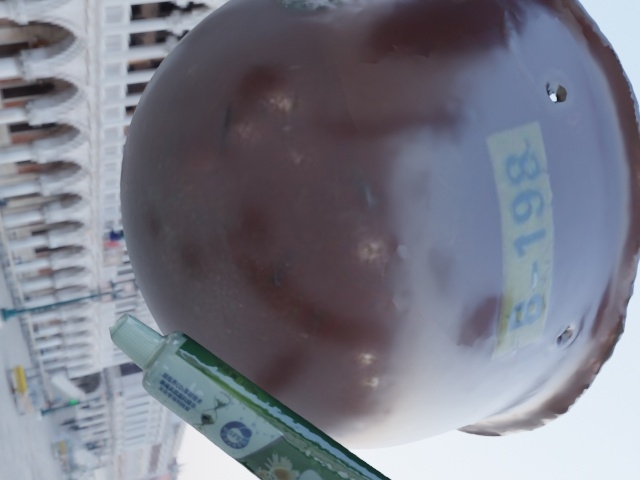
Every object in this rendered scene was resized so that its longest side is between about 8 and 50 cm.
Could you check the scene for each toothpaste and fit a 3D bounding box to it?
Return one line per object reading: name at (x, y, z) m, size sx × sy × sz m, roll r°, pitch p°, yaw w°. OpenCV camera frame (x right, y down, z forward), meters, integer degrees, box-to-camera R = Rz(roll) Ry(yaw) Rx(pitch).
toothpaste at (-0.016, 0.100, 0.398) m, size 0.049 × 0.204 × 0.031 m, roll -54°, pitch 178°, yaw 16°

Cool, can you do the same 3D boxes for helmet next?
helmet at (0.000, 0.000, 0.545) m, size 0.337 × 0.230 × 0.385 m, roll 15°, pitch -62°, yaw 41°
